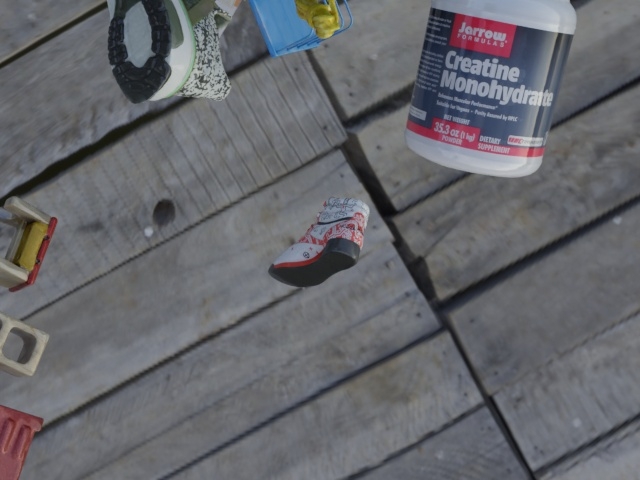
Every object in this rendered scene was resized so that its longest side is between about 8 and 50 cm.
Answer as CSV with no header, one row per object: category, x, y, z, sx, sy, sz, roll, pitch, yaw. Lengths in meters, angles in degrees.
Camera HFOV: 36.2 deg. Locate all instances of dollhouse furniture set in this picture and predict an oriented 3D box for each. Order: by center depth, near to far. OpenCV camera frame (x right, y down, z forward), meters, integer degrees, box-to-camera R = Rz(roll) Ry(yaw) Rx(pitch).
dollhouse furniture set,-0.448,0.153,1.290,0.152,0.201,0.374,33,58,-33

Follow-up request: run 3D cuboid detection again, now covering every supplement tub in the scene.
supplement tub,0.226,-0.234,1.294,0.191,0.191,0.272,8,106,-9

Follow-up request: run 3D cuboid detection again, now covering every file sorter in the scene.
file sorter,-0.031,-0.423,1.823,0.104,0.170,0.118,-18,97,32

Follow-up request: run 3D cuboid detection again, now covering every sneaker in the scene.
sneaker,-0.218,-0.367,1.441,0.158,0.182,0.410,-22,66,35
sneaker,0.001,0.000,1.980,0.090,0.270,0.145,30,61,-25

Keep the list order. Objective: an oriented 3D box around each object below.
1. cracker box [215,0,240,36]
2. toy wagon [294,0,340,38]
cracker box,-0.230,-0.479,1.871,0.155,0.232,0.067,31,67,-11
toy wagon,-0.014,-0.321,0.732,0.068,0.267,0.344,-23,129,-10
